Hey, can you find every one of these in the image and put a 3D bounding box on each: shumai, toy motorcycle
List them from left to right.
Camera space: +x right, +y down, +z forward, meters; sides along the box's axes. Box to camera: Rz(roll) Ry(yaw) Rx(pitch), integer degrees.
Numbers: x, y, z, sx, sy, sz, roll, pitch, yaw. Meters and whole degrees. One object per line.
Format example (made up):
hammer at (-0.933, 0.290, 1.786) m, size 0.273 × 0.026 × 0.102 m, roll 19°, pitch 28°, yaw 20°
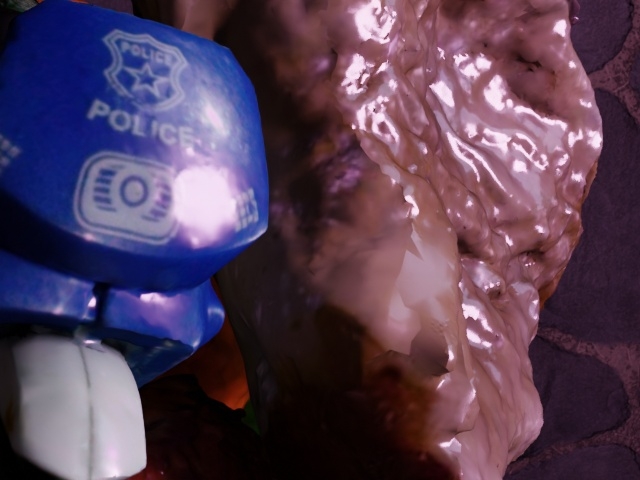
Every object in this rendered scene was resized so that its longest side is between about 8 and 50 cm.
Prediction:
toy motorcycle at (-0.108, -0.007, 0.455) m, size 0.125 × 0.196 × 0.331 m, roll 15°, pitch 20°, yaw -26°
shumai at (-0.002, 0.003, 0.596) m, size 0.346 × 0.217 × 0.283 m, roll 63°, pitch 36°, yaw -49°

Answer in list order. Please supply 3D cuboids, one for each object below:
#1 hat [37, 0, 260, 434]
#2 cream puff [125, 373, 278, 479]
hat at (-0.142, 0.055, 0.812) m, size 0.400 × 0.285 × 0.285 m, roll 50°, pitch 6°, yaw -35°
cream puff at (-0.106, 0.169, 0.603) m, size 0.164 × 0.240 × 0.240 m, roll 44°, pitch 3°, yaw 6°
